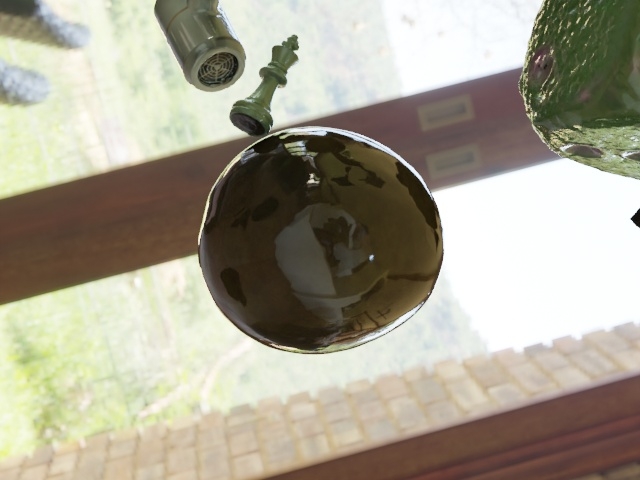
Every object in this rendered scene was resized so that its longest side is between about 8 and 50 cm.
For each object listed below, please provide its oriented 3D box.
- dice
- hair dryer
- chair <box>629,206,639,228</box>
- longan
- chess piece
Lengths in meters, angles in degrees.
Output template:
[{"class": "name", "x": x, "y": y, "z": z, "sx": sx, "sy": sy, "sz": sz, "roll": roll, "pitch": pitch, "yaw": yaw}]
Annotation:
[{"class": "dice", "x": 0.526, "y": -0.278, "z": 1.830, "sx": 0.330, "sy": 0.322, "sz": 0.319, "roll": -10, "pitch": -115, "yaw": 65}, {"class": "hair dryer", "x": -0.164, "y": -0.409, "z": 1.746, "sx": 0.173, "sy": 0.107, "sz": 0.357, "roll": 60, "pitch": -31, "yaw": 36}, {"class": "chair", "x": 0.537, "y": -0.050, "z": 1.752, "sx": 0.106, "sy": 0.113, "sz": 0.229, "roll": 44, "pitch": 6, "yaw": 33}, {"class": "longan", "x": 0.000, "y": 0.000, "z": 1.513, "sx": 0.319, "sy": 0.318, "sz": 0.319, "roll": 165, "pitch": -90, "yaw": -86}, {"class": "chess piece", "x": -0.062, "y": -0.209, "z": 1.507, "sx": 0.059, "sy": 0.059, "sz": 0.149, "roll": 85, "pitch": 29, "yaw": -67}]
